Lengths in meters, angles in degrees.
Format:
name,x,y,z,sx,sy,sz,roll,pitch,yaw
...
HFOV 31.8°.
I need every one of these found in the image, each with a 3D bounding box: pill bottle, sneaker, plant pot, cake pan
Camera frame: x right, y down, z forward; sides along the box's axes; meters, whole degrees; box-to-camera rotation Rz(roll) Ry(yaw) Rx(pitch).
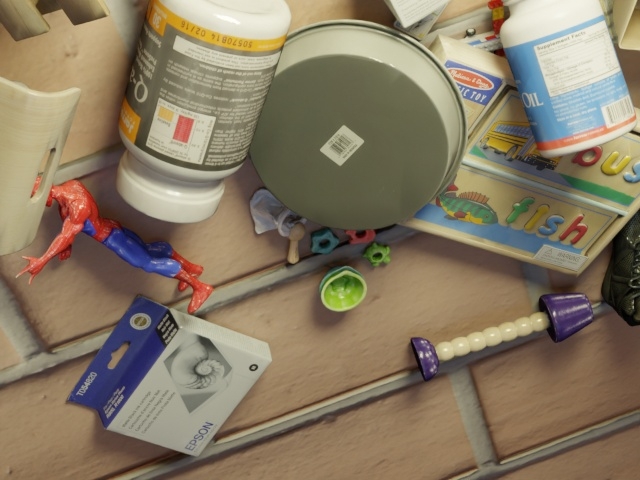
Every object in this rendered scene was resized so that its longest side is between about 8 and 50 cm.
name,x,y,z,sx,sy,sz,roll,pitch,yaw
pill bottle,0.287,-0.221,1.339,0.124,0.124,0.221,-20,98,0
sneaker,0.479,0.035,1.654,0.087,0.130,0.227,-7,125,-12
plant pot,0.420,-0.306,1.408,0.109,0.096,0.109,3,125,-16
cake pan,0.036,-0.130,1.398,0.293,0.054,0.293,6,126,8
pill bottle,-0.147,-0.169,1.316,0.162,0.162,0.278,9,122,-21

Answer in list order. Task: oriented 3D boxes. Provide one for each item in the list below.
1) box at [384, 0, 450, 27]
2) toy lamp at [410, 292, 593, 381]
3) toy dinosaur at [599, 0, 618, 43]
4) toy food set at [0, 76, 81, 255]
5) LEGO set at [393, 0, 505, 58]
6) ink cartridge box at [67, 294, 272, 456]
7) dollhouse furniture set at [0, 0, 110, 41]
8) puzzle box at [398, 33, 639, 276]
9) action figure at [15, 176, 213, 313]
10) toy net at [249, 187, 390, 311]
name,x,y,z,sx,sy,sz,roll,pitch,yaw
box,0.108,-0.324,1.309,0.102,0.101,0.087,-31,127,6
toy lamp,0.279,0.143,1.710,0.275,0.080,0.080,-19,128,-1
toy dinosaur,0.329,-0.377,1.336,0.118,0.064,0.268,14,109,11
toy food set,-0.437,-0.136,1.238,0.306,0.092,0.219,25,121,-3
LEGO set,0.173,-0.238,1.419,0.182,0.060,0.244,21,117,-31
ink cartridge box,-0.220,0.205,1.641,0.224,0.045,0.223,23,117,-28
dollhouse furniture set,-0.310,-0.328,1.132,0.242,0.212,0.161,-9,134,26
puzzle box,0.264,-0.101,1.519,0.409,0.052,0.272,15,129,-24
action figure,-0.287,0.024,1.460,0.139,0.091,0.280,-45,124,6
toy net,0.000,0.000,1.552,0.122,0.045,0.232,-38,126,14
